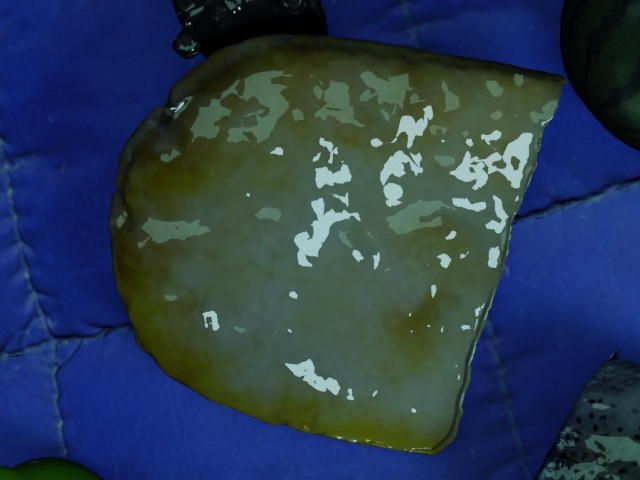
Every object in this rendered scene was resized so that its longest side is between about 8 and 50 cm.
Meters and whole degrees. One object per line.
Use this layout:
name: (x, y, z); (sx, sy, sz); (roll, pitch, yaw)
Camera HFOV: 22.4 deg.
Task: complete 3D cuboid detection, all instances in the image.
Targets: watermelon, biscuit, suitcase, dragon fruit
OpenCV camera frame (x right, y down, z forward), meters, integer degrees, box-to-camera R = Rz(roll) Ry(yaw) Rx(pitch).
watermelon: (0.411, -0.249, 1.638); (0.359, 0.279, 0.279); (-40, 78, -2)
biscuit: (0.000, 0.000, 1.693); (0.446, 0.104, 0.429); (9, 104, -3)
suitcase: (-0.116, -0.352, 1.758); (0.152, 0.229, 0.335); (-21, 80, 5)
dragon fruit: (0.318, 0.270, 1.612); (0.204, 0.221, 0.283); (27, 84, 17)

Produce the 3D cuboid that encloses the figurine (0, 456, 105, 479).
figurine: (-0.247, 0.332, 1.716); (0.263, 0.162, 0.143); (34, 82, 14)
